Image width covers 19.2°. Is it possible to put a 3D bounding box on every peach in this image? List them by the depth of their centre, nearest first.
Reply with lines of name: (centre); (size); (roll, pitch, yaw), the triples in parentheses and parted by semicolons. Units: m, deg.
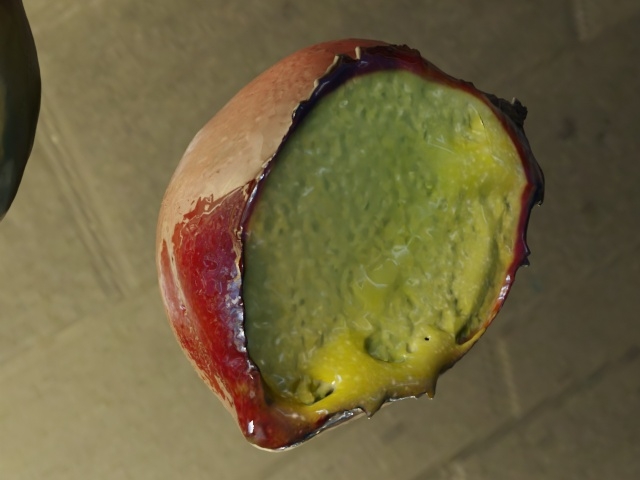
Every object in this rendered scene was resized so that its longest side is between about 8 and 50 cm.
peach: (-0.005, 0.012, 1.454); (0.258, 0.201, 0.362); (42, 60, -25)

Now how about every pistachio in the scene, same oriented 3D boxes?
pistachio: (-0.219, -0.088, 1.071); (0.130, 0.165, 0.210); (19, 85, -5)
